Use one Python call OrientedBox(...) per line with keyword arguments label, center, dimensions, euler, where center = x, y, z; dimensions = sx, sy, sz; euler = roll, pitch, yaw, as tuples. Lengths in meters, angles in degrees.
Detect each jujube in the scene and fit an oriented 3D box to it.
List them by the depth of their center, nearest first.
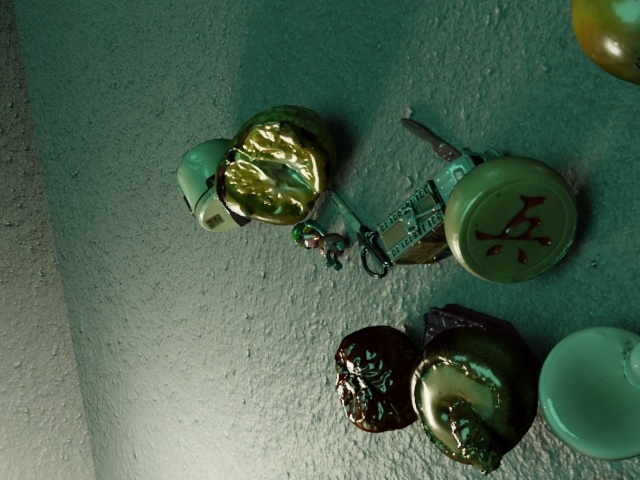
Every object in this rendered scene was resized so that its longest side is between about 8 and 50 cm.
OrientedBox(label="jujube", center=(0.140, 0.311, 1.861), dimensions=(0.213, 0.212, 0.232), euler=(-16, 85, 49))

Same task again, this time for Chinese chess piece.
OrientedBox(label="Chinese chess piece", center=(0.358, -0.039, 1.541), dimensions=(0.103, 0.249, 0.250), euler=(-100, 27, -61))

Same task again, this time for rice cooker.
OrientedBox(label="rice cooker", center=(-0.277, -0.147, 2.303), dimensions=(0.244, 0.226, 0.226), euler=(56, 131, 26))

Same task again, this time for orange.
OrientedBox(label="orange", center=(-0.100, -0.204, 2.083), dimensions=(0.369, 0.270, 0.210), euler=(-48, 15, 39))

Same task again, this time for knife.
OrientedBox(label="knife", center=(0.259, -0.211, 1.817), dimensions=(0.247, 0.018, 0.035), euler=(44, 121, 38))

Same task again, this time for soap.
OrientedBox(label="soap", center=(0.328, 0.243, 1.702), dimensions=(0.250, 0.099, 0.162), euler=(19, 107, 48))

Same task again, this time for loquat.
OrientedBox(label="loquat", center=(0.542, -0.380, 1.316), dimensions=(0.263, 0.263, 0.263), euler=(4, 96, 49))

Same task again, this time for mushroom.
OrientedBox(label="mushroom", center=(0.295, 0.303, 1.558), dimensions=(0.278, 0.163, 0.297), euler=(65, 146, 27))

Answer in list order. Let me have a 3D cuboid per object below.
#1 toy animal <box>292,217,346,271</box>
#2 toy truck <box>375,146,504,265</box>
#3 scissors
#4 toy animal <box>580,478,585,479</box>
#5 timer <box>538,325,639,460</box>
OrientedBox(label="toy animal", center=(0.000, 0.000, 2.073), dimensions=(0.208, 0.100, 0.103), euler=(41, 162, 54))
OrientedBox(label="toy truck", center=(0.259, -0.065, 1.709), dimensions=(0.305, 0.162, 0.136), euler=(-43, 63, 44))
OrientedBox(label="scissors", center=(0.091, -0.033, 2.024), dimensions=(0.300, 0.022, 0.109), euler=(55, 126, 33))
OrientedBox(label="toy animal", center=(0.479, 0.496, 1.536), dimensions=(0.220, 0.103, 0.131), euler=(4, 97, 49))
OrientedBox(label="timer", center=(0.495, 0.257, 1.400), dimensions=(0.233, 0.240, 0.234), euler=(-4, 69, 12))
